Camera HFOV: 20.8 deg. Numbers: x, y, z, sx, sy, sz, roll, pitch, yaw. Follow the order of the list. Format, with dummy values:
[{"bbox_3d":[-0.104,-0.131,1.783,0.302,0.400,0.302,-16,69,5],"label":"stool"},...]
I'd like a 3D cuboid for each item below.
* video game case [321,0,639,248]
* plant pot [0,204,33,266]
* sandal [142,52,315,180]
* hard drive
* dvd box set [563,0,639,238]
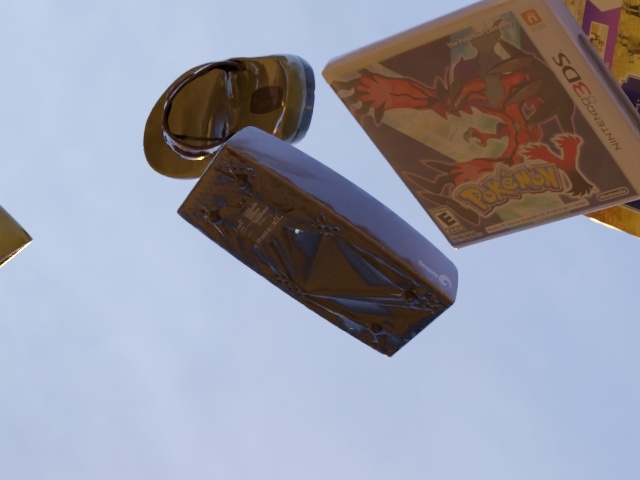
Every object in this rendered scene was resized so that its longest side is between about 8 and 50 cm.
[{"bbox_3d":[0.126,-0.084,1.247,0.201,0.023,0.183,-16,-58,42],"label":"video game case"},{"bbox_3d":[-0.419,0.005,1.515,0.187,0.212,0.212,56,-40,-4],"label":"plant pot"},{"bbox_3d":[-0.111,-0.136,1.785,0.303,0.086,0.120,-14,-101,57],"label":"sandal"},{"bbox_3d":[0.000,0.000,1.639,0.255,0.054,0.172,34,-31,-5],"label":"hard drive"},{"bbox_3d":[0.308,-0.136,1.302,0.420,0.062,0.307,26,-65,53],"label":"dvd box set"}]
